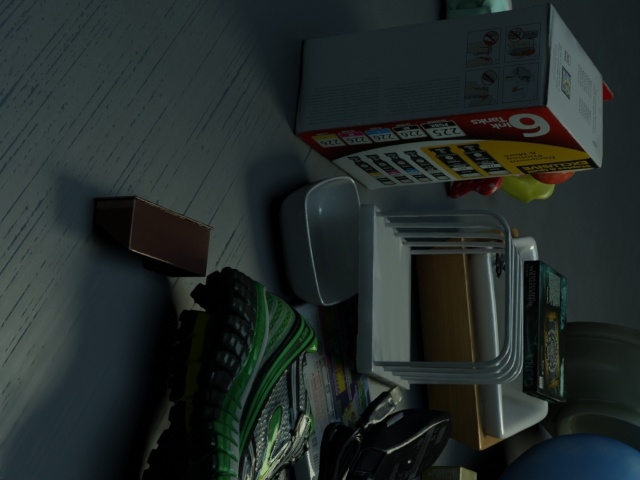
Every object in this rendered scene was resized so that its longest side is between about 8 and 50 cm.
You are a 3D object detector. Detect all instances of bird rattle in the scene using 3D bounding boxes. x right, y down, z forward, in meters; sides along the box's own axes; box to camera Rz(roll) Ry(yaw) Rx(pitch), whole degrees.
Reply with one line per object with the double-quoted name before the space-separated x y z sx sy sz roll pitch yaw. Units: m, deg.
"bird rattle" 0.309 -0.131 1.994 0.253 0.207 0.143 0 89 -67

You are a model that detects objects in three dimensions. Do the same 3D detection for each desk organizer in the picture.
"desk organizer" -0.157 -0.002 1.266 0.130 0.047 0.050 25 67 -59

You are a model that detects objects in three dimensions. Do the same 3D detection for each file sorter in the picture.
"file sorter" 0.153 0.077 1.633 0.278 0.173 0.192 41 50 -74

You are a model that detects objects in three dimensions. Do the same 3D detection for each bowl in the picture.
"bowl" 0.000 0.000 1.552 0.142 0.053 0.141 -21 105 -60

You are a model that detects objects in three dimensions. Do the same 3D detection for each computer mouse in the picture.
"computer mouse" 0.068 0.225 1.560 0.262 0.060 0.184 -24 138 -44

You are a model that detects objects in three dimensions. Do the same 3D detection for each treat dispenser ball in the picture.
"treat dispenser ball" 0.380 0.425 1.955 0.288 0.288 0.288 15 73 -61

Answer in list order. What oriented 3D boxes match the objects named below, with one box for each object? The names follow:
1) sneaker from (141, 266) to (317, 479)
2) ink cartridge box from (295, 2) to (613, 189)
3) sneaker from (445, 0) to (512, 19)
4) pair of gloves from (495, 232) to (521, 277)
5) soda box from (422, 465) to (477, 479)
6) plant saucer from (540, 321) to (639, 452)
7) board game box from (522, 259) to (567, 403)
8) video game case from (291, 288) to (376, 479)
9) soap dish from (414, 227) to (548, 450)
"sneaker" -0.069 0.199 1.260 0.146 0.134 0.343 27 60 -28
"ink cartridge box" 0.172 -0.152 1.623 0.272 0.310 0.130 31 59 -56
"sneaker" 0.216 -0.292 1.958 0.151 0.094 0.255 -36 116 -55
"pair of gloves" 0.255 0.032 1.819 0.083 0.010 0.074 50 44 -45
"soda box" 0.170 0.396 1.809 0.061 0.058 0.181 31 60 -57
"plant saucer" 0.473 0.284 2.053 0.100 0.401 0.400 -59 138 -31
"board game box" 0.318 0.131 1.907 0.126 0.026 0.186 27 63 -59
"video game case" 0.007 0.163 1.575 0.183 0.023 0.201 -21 104 -61
"soap dish" 0.228 0.131 1.892 0.229 0.118 0.290 -7 92 -62
